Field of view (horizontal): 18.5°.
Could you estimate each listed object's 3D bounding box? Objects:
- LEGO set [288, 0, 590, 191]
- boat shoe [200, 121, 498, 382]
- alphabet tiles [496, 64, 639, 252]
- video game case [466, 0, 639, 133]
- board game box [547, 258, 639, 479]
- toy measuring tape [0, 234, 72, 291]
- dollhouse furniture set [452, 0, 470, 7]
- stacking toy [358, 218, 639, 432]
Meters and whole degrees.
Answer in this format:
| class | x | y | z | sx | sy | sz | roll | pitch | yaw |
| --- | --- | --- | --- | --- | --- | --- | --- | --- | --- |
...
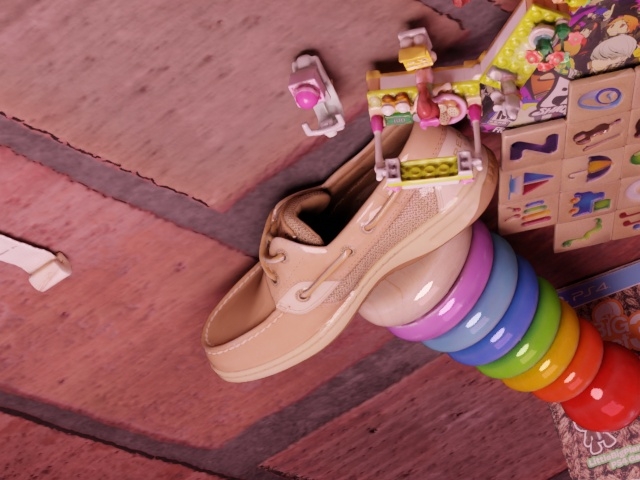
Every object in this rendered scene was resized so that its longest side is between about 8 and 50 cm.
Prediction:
| class | x | y | z | sx | sy | sz | roll | pitch | yaw |
| --- | --- | --- | --- | --- | --- | --- | --- | --- | --- |
| LEGO set | 0.121 | -0.123 | 1.559 | 0.287 | 0.107 | 0.132 | -21 | 135 | 23 |
| boat shoe | 0.000 | 0.000 | 1.750 | 0.110 | 0.122 | 0.341 | 34 | 119 | -31 |
| alphabet tiles | 0.326 | -0.086 | 1.765 | 0.342 | 0.011 | 0.285 | -12 | 150 | -3 |
| video game case | 0.271 | -0.157 | 1.677 | 0.232 | 0.042 | 0.210 | 6 | 143 | -30 |
| board game box | 0.333 | 0.210 | 2.039 | 0.141 | 0.291 | 0.232 | -20 | 147 | 10 |
| toy measuring tape | -0.328 | 0.018 | 1.627 | 0.121 | 0.121 | 0.330 | -33 | 144 | 26 |
| dollhouse furniture set | 0.183 | -0.299 | 1.242 | 0.201 | 0.152 | 0.374 | 12 | 152 | 15 |
| stacking toy | 0.184 | 0.083 | 1.849 | 0.330 | 0.141 | 0.141 | 34 | 125 | -32 |
